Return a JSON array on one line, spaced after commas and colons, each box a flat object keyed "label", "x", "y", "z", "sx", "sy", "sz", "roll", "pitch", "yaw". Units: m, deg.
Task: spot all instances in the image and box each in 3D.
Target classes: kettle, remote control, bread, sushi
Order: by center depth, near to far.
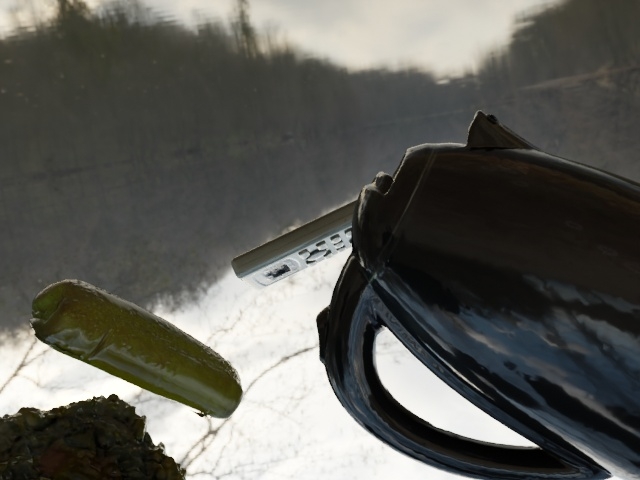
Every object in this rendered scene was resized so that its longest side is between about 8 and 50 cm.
[{"label": "kettle", "x": 0.145, "y": 0.059, "z": 0.578, "sx": 0.291, "sy": 0.268, "sz": 0.207, "roll": 25, "pitch": -175, "yaw": -1}, {"label": "remote control", "x": 0.000, "y": 0.000, "z": 0.825, "sx": 0.190, "sy": 0.029, "sz": 0.087, "roll": -25, "pitch": 164, "yaw": 1}, {"label": "bread", "x": -0.290, "y": 0.177, "z": 1.258, "sx": 0.384, "sy": 0.112, "sz": 0.166, "roll": 32, "pitch": 174, "yaw": -26}, {"label": "sushi", "x": -0.396, "y": 0.459, "z": 1.298, "sx": 0.352, "sy": 0.240, "sz": 0.396, "roll": -11, "pitch": -137, "yaw": -41}]
